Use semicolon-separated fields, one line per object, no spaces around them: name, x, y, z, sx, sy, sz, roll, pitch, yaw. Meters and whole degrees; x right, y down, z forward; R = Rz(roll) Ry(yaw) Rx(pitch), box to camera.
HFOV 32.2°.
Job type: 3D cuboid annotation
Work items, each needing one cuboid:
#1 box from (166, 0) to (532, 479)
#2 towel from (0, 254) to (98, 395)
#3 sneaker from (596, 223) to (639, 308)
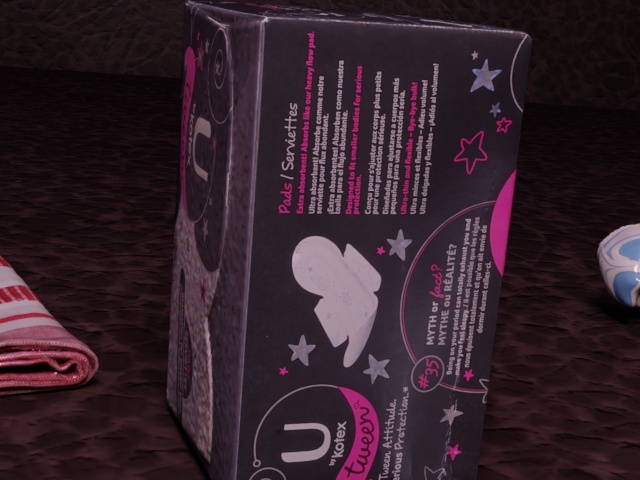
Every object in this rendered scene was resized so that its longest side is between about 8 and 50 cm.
box;0.000;0.000;0.603;0.142;0.247;0.163;1;14;-21
towel;-0.319;0.042;0.776;0.237;0.037;0.329;-2;15;-29
sneaker;0.351;0.041;0.937;0.237;0.085;0.086;6;40;-7
